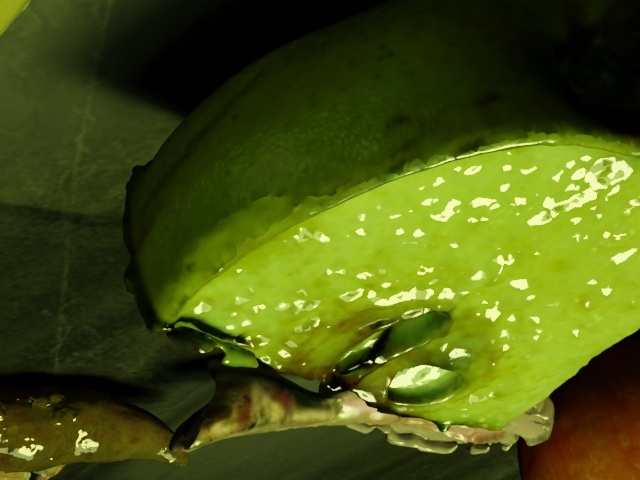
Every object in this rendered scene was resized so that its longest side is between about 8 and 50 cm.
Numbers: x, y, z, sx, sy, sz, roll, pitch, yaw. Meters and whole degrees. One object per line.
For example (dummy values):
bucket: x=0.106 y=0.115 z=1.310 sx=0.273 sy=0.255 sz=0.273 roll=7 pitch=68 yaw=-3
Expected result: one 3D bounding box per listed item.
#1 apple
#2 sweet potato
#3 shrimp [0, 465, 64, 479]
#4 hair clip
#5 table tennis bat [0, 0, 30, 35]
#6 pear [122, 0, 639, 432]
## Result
apple: x=0.273 y=0.190 z=1.227 sx=0.230 sy=0.230 sz=0.230 roll=-11 pitch=155 yaw=-5
sweet potato: x=-0.210 y=0.127 z=1.029 sx=0.273 sy=0.067 sz=0.067 roll=13 pitch=145 yaw=-36
shrimp: x=-0.237 y=0.187 z=1.166 sx=0.101 sy=0.042 sz=0.190 roll=-7 pitch=155 yaw=-32
hair clip: x=0.029 y=0.124 z=1.122 sx=0.300 sy=0.069 sz=0.173 roll=4 pitch=164 yaw=-29
table tennis bat: x=-0.147 y=-0.124 z=0.546 sx=0.368 sy=0.054 sz=0.224 roll=-4 pitch=153 yaw=-9
pear: x=0.065 y=-0.044 z=0.697 sx=0.238 sy=0.164 sz=0.255 roll=21 pitch=135 yaw=-35
